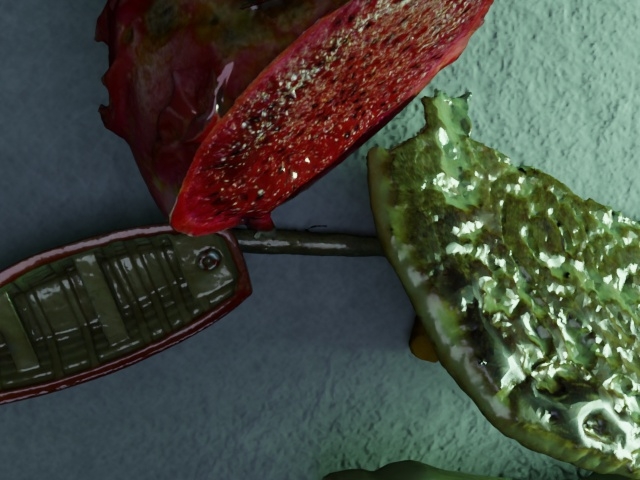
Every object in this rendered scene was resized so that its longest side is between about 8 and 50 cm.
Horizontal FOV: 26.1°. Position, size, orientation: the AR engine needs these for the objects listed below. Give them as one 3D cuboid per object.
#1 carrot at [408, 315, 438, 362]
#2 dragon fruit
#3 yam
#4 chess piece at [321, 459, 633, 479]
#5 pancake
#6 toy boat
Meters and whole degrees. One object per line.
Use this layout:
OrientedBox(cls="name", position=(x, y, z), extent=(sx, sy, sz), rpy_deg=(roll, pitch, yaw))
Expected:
OrientedBox(cls="carrot", position=(0.128, 0.038, 1.382), extent=(0.042, 0.042, 0.171), rpy_deg=(14, 99, -15))
OrientedBox(cls="dragon fruit", position=(-0.036, -0.192, 1.150), extent=(0.249, 0.386, 0.371), rpy_deg=(50, 128, 11))
OrientedBox(cls="yam", position=(0.000, 0.001, 1.353), extent=(0.234, 0.027, 0.029), rpy_deg=(3, 78, -13))
OrientedBox(cls="chess piece", position=(0.227, 0.308, 1.384), extent=(0.442, 0.234, 0.234), rpy_deg=(-7, 106, -15))
OrientedBox(cls="pancake", position=(0.203, 0.047, 1.314), extent=(0.426, 0.067, 0.305), rpy_deg=(30, 57, -20))
OrientedBox(cls="toy boat", position=(-0.258, 0.073, 1.281), extent=(0.392, 0.079, 0.136), rpy_deg=(-20, 111, -2))
